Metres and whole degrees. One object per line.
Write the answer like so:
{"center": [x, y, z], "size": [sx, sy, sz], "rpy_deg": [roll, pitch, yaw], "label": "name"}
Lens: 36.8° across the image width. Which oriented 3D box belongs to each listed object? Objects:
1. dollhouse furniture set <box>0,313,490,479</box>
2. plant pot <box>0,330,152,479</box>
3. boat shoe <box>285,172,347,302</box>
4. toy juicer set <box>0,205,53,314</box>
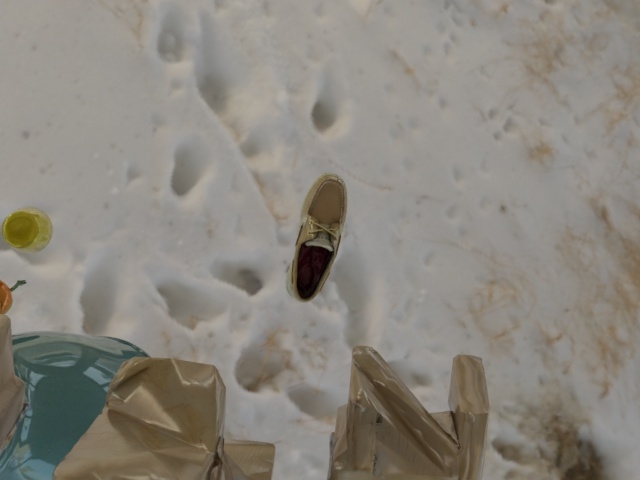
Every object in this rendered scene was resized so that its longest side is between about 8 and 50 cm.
{"center": [-0.100, 0.239, 0.457], "size": [0.362, 0.257, 0.394], "rpy_deg": [4, 22, 1], "label": "dollhouse furniture set"}
{"center": [-0.357, 0.232, 1.179], "size": [0.255, 0.271, 0.272], "rpy_deg": [32, 46, -62], "label": "plant pot"}
{"center": [0.000, 0.000, 0.971], "size": [0.050, 0.045, 0.135], "rpy_deg": [11, 99, -11], "label": "boat shoe"}
{"center": [-0.567, 0.006, 1.367], "size": [0.329, 0.089, 0.209], "rpy_deg": [20, 89, -6], "label": "toy juicer set"}
